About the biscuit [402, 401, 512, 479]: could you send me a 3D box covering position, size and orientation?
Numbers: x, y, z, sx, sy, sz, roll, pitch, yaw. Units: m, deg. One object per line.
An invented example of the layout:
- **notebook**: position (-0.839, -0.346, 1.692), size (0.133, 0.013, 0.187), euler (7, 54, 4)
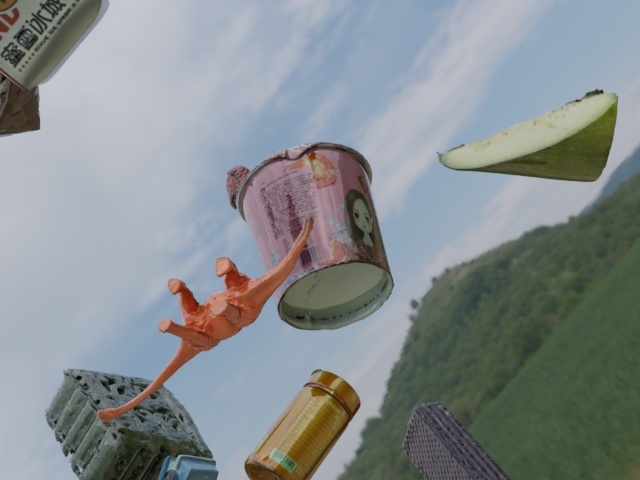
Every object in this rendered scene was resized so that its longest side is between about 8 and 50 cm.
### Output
- **biscuit**: position (0.282, 0.448, 1.572), size (0.073, 0.388, 0.107), euler (-7, -55, -30)

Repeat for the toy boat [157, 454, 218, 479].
- **toy boat**: position (-0.248, 0.465, 1.470), size (0.109, 0.098, 0.238), euler (20, -93, -39)

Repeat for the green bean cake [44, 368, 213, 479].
- **green bean cake**: position (-0.342, 0.347, 1.625), size (0.255, 0.241, 0.132), euler (19, -76, -44)

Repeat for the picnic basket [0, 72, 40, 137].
- **picnic basket**: position (-0.791, -0.388, 1.957), size (0.337, 0.293, 0.337), euler (-2, -90, -67)

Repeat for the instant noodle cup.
- **instant noodle cup**: position (0.000, 0.000, 1.465), size (0.242, 0.231, 0.243), euler (-12, -35, -8)

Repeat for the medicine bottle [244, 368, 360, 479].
- **medicine bottle**: position (-0.026, 0.297, 1.363), size (0.192, 0.096, 0.096), euler (-50, -10, -34)

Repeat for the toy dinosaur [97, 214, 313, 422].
- **toy dinosaur**: position (-0.110, 0.076, 0.812), size (0.279, 0.055, 0.101), euler (-33, -33, 9)

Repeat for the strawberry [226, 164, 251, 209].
- **strawberry**: position (-0.152, -0.104, 1.795), size (0.083, 0.096, 0.083), euler (-22, 12, 5)

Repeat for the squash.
- **squash**: position (0.312, -0.155, 1.378), size (0.093, 0.252, 0.169), euler (-80, -5, -45)

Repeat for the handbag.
- **handbag**: position (-0.438, -0.348, 1.154), size (0.171, 0.298, 0.151), euler (-49, 16, 5)
